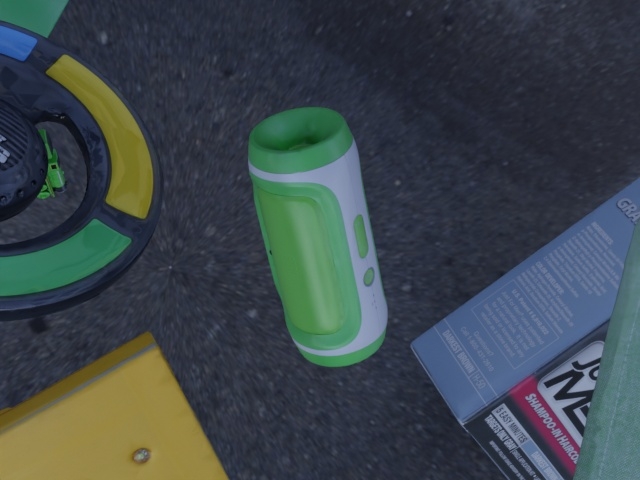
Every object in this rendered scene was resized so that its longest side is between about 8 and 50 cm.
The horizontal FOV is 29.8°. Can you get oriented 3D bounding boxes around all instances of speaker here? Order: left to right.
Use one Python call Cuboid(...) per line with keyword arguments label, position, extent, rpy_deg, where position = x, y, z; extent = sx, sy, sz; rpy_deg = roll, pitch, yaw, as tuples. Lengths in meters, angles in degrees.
Cuboid(label="speaker", position=(0.000, 0.000, 1.396), extent=(0.131, 0.131, 0.296), rpy_deg=(-17, 122, -7))

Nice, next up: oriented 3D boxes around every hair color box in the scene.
Cuboid(label="hair color box", position=(0.291, 0.065, 1.084), extent=(0.374, 0.113, 0.185), rpy_deg=(-37, 132, 4))

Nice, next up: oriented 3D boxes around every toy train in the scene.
Cuboid(label="toy train", position=(-0.190, -0.052, 0.823), extent=(0.024, 0.083, 0.017), rpy_deg=(-12, 68, -7))

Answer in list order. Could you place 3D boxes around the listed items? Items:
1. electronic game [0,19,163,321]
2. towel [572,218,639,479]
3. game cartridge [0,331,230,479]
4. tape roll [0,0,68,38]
Cuboid(label="electronic game", position=(-0.201, -0.050, 0.686), extent=(0.229, 0.048, 0.229), rpy_deg=(15, 46, -17))
Cuboid(label="towel", position=(0.313, 0.121, 0.709), extent=(0.038, 0.325, 0.247), rpy_deg=(27, 76, -49))
Cuboid(label="game cartridge", position=(-0.299, 0.296, 1.501), extent=(0.324, 0.052, 0.285), rpy_deg=(-28, 126, -9))
Cuboid(label="tape roll", position=(-0.303, -0.257, 1.231), extent=(0.077, 0.321, 0.321), rpy_deg=(30, 85, -17))
